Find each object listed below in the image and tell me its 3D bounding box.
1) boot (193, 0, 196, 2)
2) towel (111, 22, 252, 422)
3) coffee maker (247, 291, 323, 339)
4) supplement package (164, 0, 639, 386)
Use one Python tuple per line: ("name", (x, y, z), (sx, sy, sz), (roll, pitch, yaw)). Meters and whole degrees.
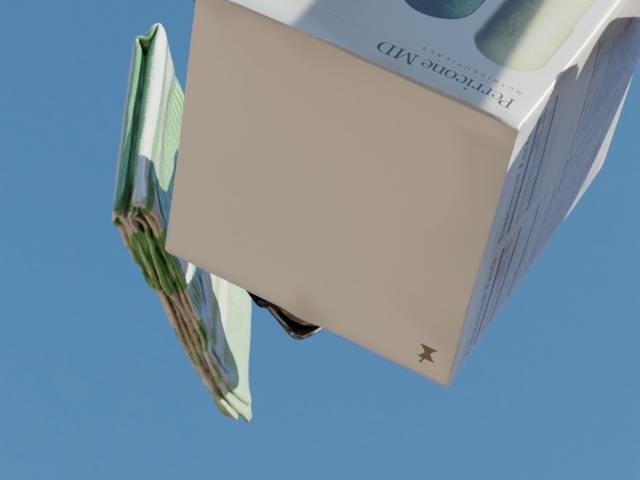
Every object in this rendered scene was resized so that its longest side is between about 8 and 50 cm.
("boot", (-0.020, -0.153, 1.441), (0.280, 0.264, 0.096), (25, -75, -35))
("towel", (-0.119, -0.012, 1.588), (0.038, 0.248, 0.325), (-10, -42, 11))
("coffee maker", (0.000, 0.000, 1.538), (0.171, 0.120, 0.178), (30, -29, -23))
("supplement package", (0.063, -0.094, 1.030), (0.199, 0.263, 0.198), (25, -47, 15))
